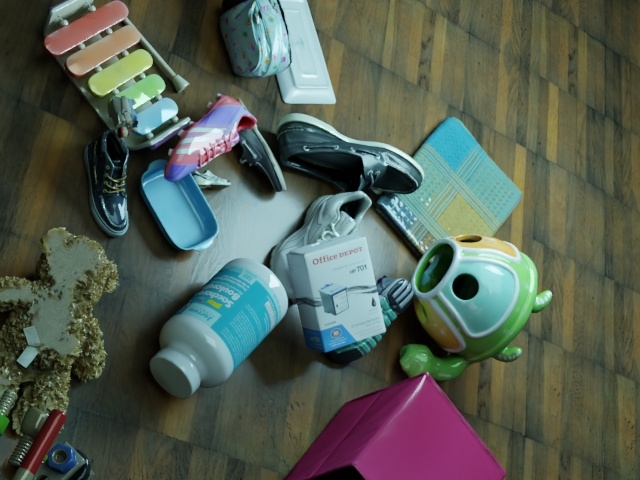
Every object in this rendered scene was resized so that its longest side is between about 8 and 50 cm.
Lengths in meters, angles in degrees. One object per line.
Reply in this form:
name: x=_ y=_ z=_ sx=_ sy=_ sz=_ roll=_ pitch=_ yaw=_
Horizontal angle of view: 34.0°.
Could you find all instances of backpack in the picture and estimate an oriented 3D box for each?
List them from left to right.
backpack: x=-0.133 y=-0.424 z=2.154 sx=0.115 sy=0.152 sz=0.182 roll=-16 pitch=93 yaw=-35

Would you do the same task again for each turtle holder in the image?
turtle holder: x=0.288 y=0.129 z=2.172 sx=0.227 sy=0.320 sz=0.243 roll=32 pitch=27 yaw=-30

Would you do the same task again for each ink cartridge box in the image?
ink cartridge box: x=0.029 y=0.098 z=1.975 sx=0.139 sy=0.082 sz=0.191 roll=-17 pitch=101 yaw=-25

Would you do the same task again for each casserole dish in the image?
casserole dish: x=-0.267 y=-0.061 z=1.951 sx=0.114 sy=0.037 sz=0.188 roll=-30 pitch=89 yaw=-41

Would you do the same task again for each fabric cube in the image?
fabric cube: x=0.124 y=0.436 z=1.884 sx=0.254 sy=0.259 sz=0.258 roll=51 pitch=48 yaw=-7

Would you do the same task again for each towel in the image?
towel: x=0.295 y=-0.092 z=2.389 sx=0.271 sy=0.040 sz=0.370 roll=48 pitch=52 yaw=-9

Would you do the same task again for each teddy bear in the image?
teddy bear: x=-0.452 y=0.150 z=1.690 sx=0.245 sy=0.113 sz=0.338 roll=9 pitch=73 yaw=-26

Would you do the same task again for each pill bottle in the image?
pill bottle: x=-0.183 y=0.158 z=1.845 sx=0.146 sy=0.146 sz=0.264 roll=50 pitch=49 yaw=-8

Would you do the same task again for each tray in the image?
tray: x=-0.050 y=-0.425 z=2.278 sx=0.145 sy=0.030 sz=0.271 roll=-6 pitch=74 yaw=-37

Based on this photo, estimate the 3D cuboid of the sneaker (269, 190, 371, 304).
sneaker: x=0.000 y=0.000 z=2.065 sx=0.111 sy=0.129 sz=0.297 roll=43 pitch=52 yaw=-18

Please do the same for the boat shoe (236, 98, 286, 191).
boat shoe: x=-0.137 y=-0.181 z=2.101 sx=0.065 sy=0.075 sz=0.206 roll=-29 pitch=96 yaw=2

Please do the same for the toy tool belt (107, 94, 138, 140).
toy tool belt: x=-0.340 y=-0.218 z=1.853 sx=0.051 sy=0.052 sz=0.083 roll=-5 pitch=61 yaw=-32

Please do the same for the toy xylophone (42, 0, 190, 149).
toy xylophone: x=-0.369 y=-0.323 z=1.959 sx=0.323 sy=0.081 sz=0.236 roll=47 pitch=50 yaw=-11

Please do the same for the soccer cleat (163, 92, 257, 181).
soccer cleat: x=-0.208 y=-0.185 z=1.968 sx=0.095 sy=0.083 sz=0.248 roll=30 pitch=46 yaw=2

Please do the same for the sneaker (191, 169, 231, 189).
sneaker: x=-0.210 y=-0.119 z=2.022 sx=0.083 sy=0.032 sz=0.037 roll=2 pitch=70 yaw=-37

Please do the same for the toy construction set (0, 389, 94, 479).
toy construction set: x=-0.466 y=0.360 z=1.462 sx=0.257 sy=0.309 sz=0.237 roll=32 pitch=59 yaw=-12

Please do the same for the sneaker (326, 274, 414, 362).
sneaker: x=0.086 y=0.158 z=2.109 sx=0.223 sy=0.098 sz=0.083 roll=-40 pitch=117 yaw=-19

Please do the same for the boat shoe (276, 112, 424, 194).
boat shoe: x=0.061 y=-0.149 z=2.170 sx=0.340 sy=0.127 sz=0.113 roll=24 pitch=50 yaw=-23

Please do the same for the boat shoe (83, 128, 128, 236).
boat shoe: x=-0.372 y=-0.103 z=1.859 sx=0.065 sy=0.083 sz=0.183 roll=-8 pitch=76 yaw=-39
